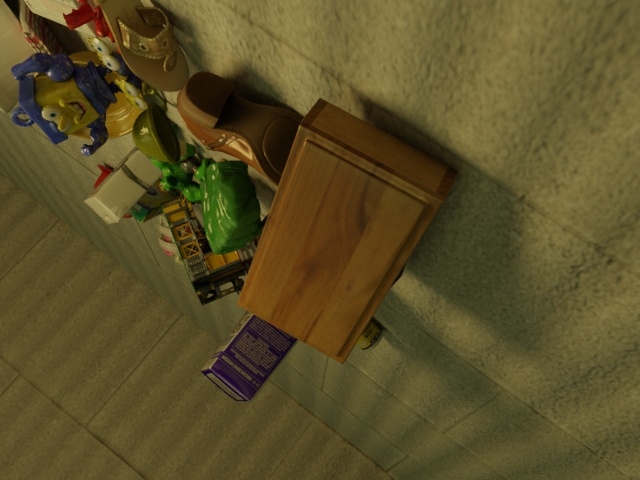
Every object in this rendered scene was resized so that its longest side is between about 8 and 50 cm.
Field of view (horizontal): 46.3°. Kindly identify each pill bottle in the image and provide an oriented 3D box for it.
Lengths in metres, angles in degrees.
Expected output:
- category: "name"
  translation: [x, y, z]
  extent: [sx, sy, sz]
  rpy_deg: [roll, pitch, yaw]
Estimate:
- category: "pill bottle"
  translation: [0.081, 0.191, 1.683]
  extent: [0.116, 0.065, 0.065]
  rpy_deg: [43, 161, -14]

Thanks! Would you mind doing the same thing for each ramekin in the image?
- category: "ramekin"
  translation: [-0.663, -0.406, 1.497]
  extent: [0.277, 0.135, 0.277]
  rpy_deg: [53, 171, 12]

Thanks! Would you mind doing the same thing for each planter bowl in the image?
- category: "planter bowl"
  translation: [-0.441, -0.296, 1.436]
  extent: [0.217, 0.090, 0.217]
  rpy_deg: [-2, 149, -1]

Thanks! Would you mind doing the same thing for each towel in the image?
- category: "towel"
  translation: [-0.534, -0.384, 1.484]
  extent: [0.197, 0.029, 0.144]
  rpy_deg: [65, 180, -53]

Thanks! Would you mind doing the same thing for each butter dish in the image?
- category: "butter dish"
  translation: [-0.589, -0.121, 2.148]
  extent: [0.159, 0.118, 0.160]
  rpy_deg: [24, 156, 37]

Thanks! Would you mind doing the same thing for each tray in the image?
- category: "tray"
  translation: [0.018, 0.010, 1.087]
  extent: [0.202, 0.076, 0.411]
  rpy_deg: [29, 137, 4]

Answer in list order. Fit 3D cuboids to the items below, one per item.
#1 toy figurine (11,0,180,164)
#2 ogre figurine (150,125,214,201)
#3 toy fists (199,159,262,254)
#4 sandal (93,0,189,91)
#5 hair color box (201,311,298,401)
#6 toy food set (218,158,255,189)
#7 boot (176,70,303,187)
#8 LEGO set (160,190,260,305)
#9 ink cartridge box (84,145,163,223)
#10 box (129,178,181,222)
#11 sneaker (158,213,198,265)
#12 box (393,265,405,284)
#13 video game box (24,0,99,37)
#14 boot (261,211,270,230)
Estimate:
- category: "toy figurine"
  translation: [-0.403, -0.241, 1.252]
  extent: [0.362, 0.217, 0.191]
  rpy_deg: [65, -179, -59]
- category: "ogre figurine"
  translation: [-0.279, -0.147, 1.550]
  extent: [0.197, 0.097, 0.118]
  rpy_deg: [30, 148, -24]
- category: "toy fists"
  translation: [-0.165, -0.052, 1.382]
  extent: [0.279, 0.096, 0.142]
  rpy_deg: [156, 108, -74]
- category: "sandal"
  translation: [-0.264, -0.317, 1.116]
  extent: [0.079, 0.088, 0.240]
  rpy_deg: [25, 153, 52]
- category: "hair color box"
  translation: [-0.084, 0.150, 1.466]
  extent: [0.110, 0.339, 0.185]
  rpy_deg: [41, 162, -4]
- category: "toy food set"
  translation: [-0.169, -0.124, 1.492]
  extent: [0.083, 0.020, 0.083]
  rpy_deg: [27, 158, 32]
- category: "boot"
  translation: [-0.109, -0.149, 1.200]
  extent: [0.283, 0.109, 0.220]
  rpy_deg: [30, 171, -8]
- category: "LEGO set"
  translation: [-0.239, 0.011, 1.792]
  extent: [0.331, 0.192, 0.255]
  rpy_deg: [87, 159, -62]
- category: "ink cartridge box"
  translation: [-0.434, -0.135, 1.701]
  extent: [0.082, 0.191, 0.139]
  rpy_deg: [46, 159, -19]
- category: "box"
  translation: [-0.424, -0.110, 1.857]
  extent: [0.105, 0.043, 0.179]
  rpy_deg: [36, -155, 6]
- category: "sneaker"
  translation: [-0.385, -0.016, 2.014]
  extent: [0.103, 0.111, 0.252]
  rpy_deg: [24, 156, 39]
- category: "box"
  translation: [0.032, 0.026, 1.224]
  extent: [0.180, 0.078, 0.147]
  rpy_deg: [28, 139, -7]
- category: "video game box"
  translation: [-0.469, -0.448, 1.261]
  extent: [0.205, 0.048, 0.187]
  rpy_deg: [27, 160, 32]
- category: "boot"
  translation: [0.000, 0.000, 1.366]
  extent: [0.176, 0.088, 0.244]
  rpy_deg: [45, 157, -23]
